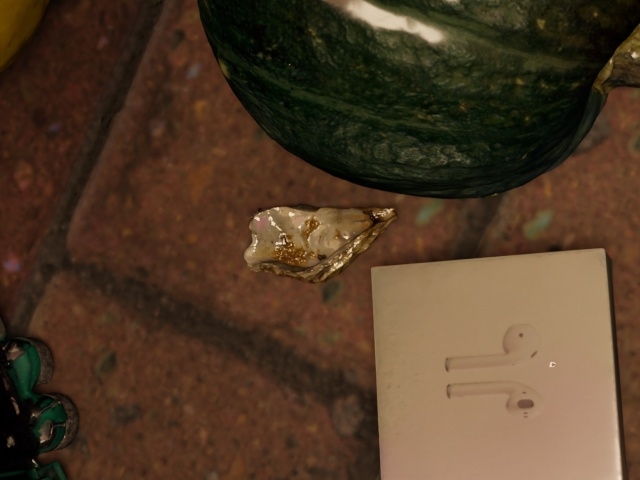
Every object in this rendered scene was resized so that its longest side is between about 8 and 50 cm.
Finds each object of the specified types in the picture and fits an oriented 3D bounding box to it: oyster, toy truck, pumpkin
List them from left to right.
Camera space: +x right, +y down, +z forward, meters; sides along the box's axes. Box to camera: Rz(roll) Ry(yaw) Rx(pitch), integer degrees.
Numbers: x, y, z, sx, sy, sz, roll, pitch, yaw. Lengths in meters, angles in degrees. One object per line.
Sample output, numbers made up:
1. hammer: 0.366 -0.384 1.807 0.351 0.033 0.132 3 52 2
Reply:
1. toy truck: -0.246 0.073 0.889 0.116 0.110 0.216 -33 74 22
2. oyster: 0.000 0.003 0.862 0.093 0.034 0.051 4 67 28
3. pumpkin: 0.063 -0.169 0.783 0.263 0.197 0.293 27 93 16

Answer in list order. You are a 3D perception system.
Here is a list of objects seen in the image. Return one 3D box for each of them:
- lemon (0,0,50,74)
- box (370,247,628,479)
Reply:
1. lemon: -0.272 -0.215 0.857 0.258 0.258 0.310 -1 90 17
2. box: 0.099 0.076 0.810 0.129 0.051 0.130 -5 81 16
